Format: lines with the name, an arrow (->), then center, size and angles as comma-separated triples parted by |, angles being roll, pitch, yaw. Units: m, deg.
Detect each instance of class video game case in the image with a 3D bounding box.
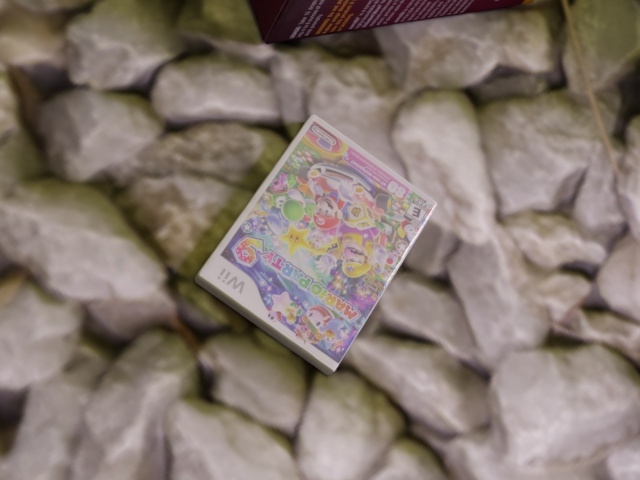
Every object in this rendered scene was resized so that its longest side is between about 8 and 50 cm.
video game case -> 0.000, 0.000, 0.737 | 0.087, 0.011, 0.122 | 36, 61, -4

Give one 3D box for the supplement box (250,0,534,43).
supplement box -> 0.046, -0.188, 0.792 | 0.188, 0.081, 0.104 | -13, 74, -24
